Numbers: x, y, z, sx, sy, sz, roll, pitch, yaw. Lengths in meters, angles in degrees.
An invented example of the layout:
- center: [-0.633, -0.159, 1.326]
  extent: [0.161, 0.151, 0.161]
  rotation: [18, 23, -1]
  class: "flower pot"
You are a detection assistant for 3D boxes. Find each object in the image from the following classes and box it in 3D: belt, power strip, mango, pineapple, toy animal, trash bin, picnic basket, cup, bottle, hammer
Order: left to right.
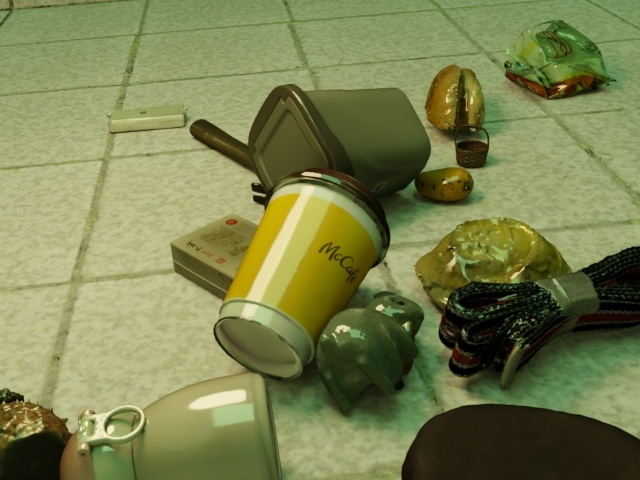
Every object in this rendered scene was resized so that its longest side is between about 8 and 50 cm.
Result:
- center: [-0.363, 0.224, 0.956]
  extent: [0.108, 0.108, 0.197]
  rotation: [-21, 23, -27]
  class: "pineapple"
- center: [-0.408, -0.289, 1.907]
  extent: [0.192, 0.035, 0.081]
  rotation: [-7, 31, -5]
  class: "power strip"
- center: [-0.166, 0.234, 0.870]
  extent: [0.236, 0.147, 0.147]
  rotation: [-10, 30, -2]
  class: "bottle"
- center: [-0.150, -0.174, 1.675]
  extent: [0.168, 0.044, 0.440]
  rotation: [-20, 33, -29]
  class: "hammer"
- center: [-0.027, 0.042, 1.116]
  extent: [0.196, 0.196, 0.280]
  rotation: [11, 50, 23]
  class: "cup"
- center: [0.040, -0.165, 1.449]
  extent: [0.250, 0.220, 0.219]
  rotation: [-14, 71, -33]
  class: "trash bin"
- center: [0.080, 0.117, 1.067]
  extent: [0.108, 0.138, 0.236]
  rotation: [-25, 19, 37]
  class: "toy animal"
- center: [0.229, -0.107, 1.504]
  extent: [0.114, 0.057, 0.079]
  rotation: [10, 40, 28]
  class: "mango"
- center: [0.305, -0.194, 1.620]
  extent: [0.072, 0.083, 0.072]
  rotation: [-3, 30, 2]
  class: "picnic basket"
- center: [0.326, 0.091, 1.090]
  extent: [0.359, 0.094, 0.126]
  rotation: [-15, 49, -21]
  class: "belt"

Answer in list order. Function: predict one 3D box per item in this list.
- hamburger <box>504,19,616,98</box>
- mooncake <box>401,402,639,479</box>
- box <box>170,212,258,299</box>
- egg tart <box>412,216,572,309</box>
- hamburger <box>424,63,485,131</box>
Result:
- center: [0.581, -0.463, 1.996]
  extent: [0.260, 0.150, 0.276]
  rotation: [-1, 29, 1]
  class: "hamburger"
- center: [0.209, 0.276, 0.759]
  extent: [0.283, 0.141, 0.283]
  rotation: [5, 25, -2]
  class: "mooncake"
- center: [-0.127, 0.033, 1.296]
  extent: [0.201, 0.058, 0.141]
  rotation: [24, 40, 38]
  class: "box"
- center: [0.267, 0.034, 1.226]
  extent: [0.252, 0.098, 0.232]
  rotation: [6, 34, 8]
  class: "egg tart"
- center: [0.296, -0.322, 1.801]
  extent: [0.124, 0.131, 0.262]
  rotation: [-2, 25, 3]
  class: "hamburger"
